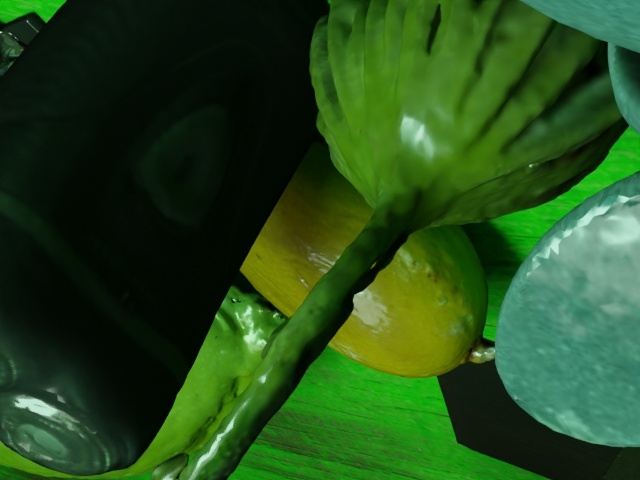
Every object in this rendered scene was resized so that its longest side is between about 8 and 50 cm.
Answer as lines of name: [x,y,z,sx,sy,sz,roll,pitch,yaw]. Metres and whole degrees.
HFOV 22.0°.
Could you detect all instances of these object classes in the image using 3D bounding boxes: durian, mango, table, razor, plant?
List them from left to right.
durian: [-0.190,0.092,1.452,0.255,0.340,0.204,54,179,11]
razor: [-0.114,-0.035,1.003,0.113,0.349,0.204,-4,136,45]
mango: [0.000,0.000,1.198,0.317,0.119,0.176,30,163,23]
plant: [0.069,-0.014,0.863,0.180,0.333,0.251,24,145,-13]
table: [0.160,0.249,1.287,0.282,0.250,0.196,19,151,29]

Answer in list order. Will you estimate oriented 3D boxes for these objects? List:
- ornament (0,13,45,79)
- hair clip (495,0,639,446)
ornament: [-0.274,-0.061,1.337,0.166,0.196,0.153,46,152,-21]
hair clip: [0.234,-0.076,0.602,0.318,0.238,0.392,16,152,23]
